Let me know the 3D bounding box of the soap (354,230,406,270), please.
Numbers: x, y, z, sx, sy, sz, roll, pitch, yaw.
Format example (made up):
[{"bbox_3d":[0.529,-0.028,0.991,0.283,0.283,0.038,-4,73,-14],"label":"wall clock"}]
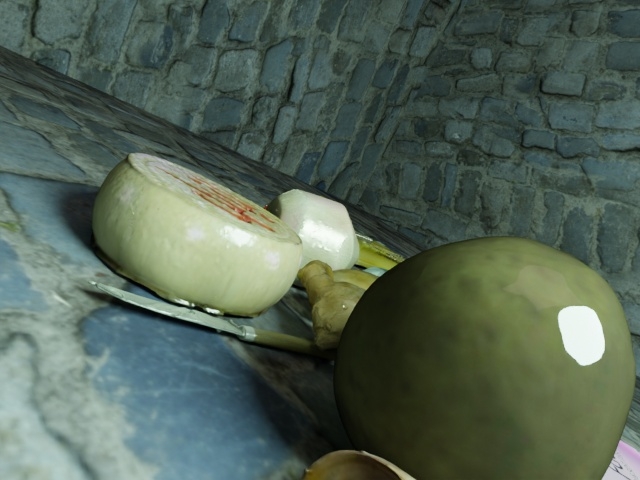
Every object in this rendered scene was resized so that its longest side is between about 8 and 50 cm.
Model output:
[{"bbox_3d":[0.130,0.034,1.305,0.233,0.076,0.135,20,12,-46],"label":"soap"}]

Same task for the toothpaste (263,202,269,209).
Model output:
[{"bbox_3d":[-0.055,-0.037,1.168,0.194,0.070,0.044,27,11,-7],"label":"toothpaste"}]

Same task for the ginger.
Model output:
[{"bbox_3d":[0.027,0.077,0.600,0.096,0.067,0.165,-4,37,-13],"label":"ginger"}]

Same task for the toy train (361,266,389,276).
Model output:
[{"bbox_3d":[0.130,0.090,1.077,0.052,0.051,0.234,31,9,40],"label":"toy train"}]

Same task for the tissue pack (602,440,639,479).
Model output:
[{"bbox_3d":[0.266,0.254,0.456,0.149,0.092,0.246,31,9,11],"label":"tissue pack"}]

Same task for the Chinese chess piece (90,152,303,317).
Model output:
[{"bbox_3d":[-0.155,-0.009,0.615,0.270,0.112,0.270,28,8,-5],"label":"Chinese chess piece"}]

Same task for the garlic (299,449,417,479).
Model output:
[{"bbox_3d":[0.042,0.176,0.242,0.124,0.099,0.174,40,2,-30],"label":"garlic"}]

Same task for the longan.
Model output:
[{"bbox_3d":[0.126,0.107,0.389,0.215,0.246,0.246,47,-3,-35],"label":"longan"}]

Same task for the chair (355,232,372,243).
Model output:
[{"bbox_3d":[0.001,0.000,1.099,0.222,0.104,0.095,30,-17,-18],"label":"chair"}]

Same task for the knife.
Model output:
[{"bbox_3d":[-0.099,0.093,0.508,0.298,0.017,0.047,22,5,-34],"label":"knife"}]

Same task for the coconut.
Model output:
[{"bbox_3d":[-0.016,0.002,0.810,0.183,0.170,0.171,20,12,-28],"label":"coconut"}]

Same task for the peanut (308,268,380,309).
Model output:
[{"bbox_3d":[0.083,0.112,0.659,0.237,0.120,0.110,26,-26,20],"label":"peanut"}]
